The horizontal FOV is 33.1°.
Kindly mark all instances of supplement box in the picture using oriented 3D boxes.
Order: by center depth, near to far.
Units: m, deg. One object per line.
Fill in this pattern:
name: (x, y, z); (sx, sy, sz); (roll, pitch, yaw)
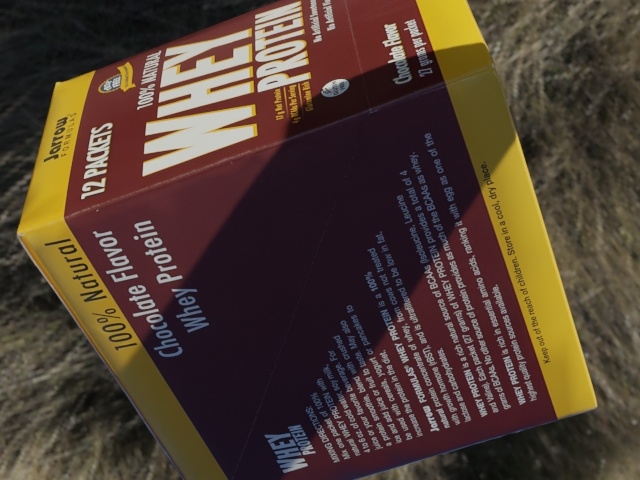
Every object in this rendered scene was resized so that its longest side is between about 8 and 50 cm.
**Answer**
supplement box: (0.000, 0.000, 0.501); (0.194, 0.129, 0.191); (-19, 125, 9)
